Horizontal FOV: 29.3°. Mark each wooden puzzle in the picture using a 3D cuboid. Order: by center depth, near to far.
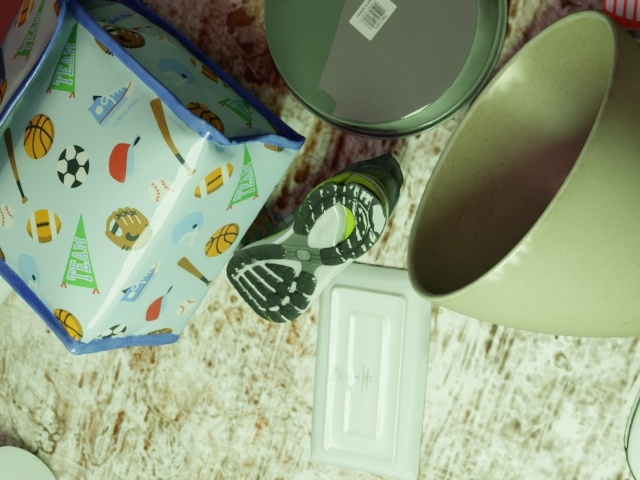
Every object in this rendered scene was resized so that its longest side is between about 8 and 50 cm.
[{"bbox_3d":[-0.085,-0.019,1.529,0.083,0.006,0.049,-26,91,24],"label":"wooden puzzle"}]

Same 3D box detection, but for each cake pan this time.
[{"bbox_3d":[0.063,-0.258,1.387,0.293,0.054,0.293,4,101,20],"label":"cake pan"}]

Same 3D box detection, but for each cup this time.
[{"bbox_3d":[0.278,-0.032,1.241,0.237,0.331,0.331,30,113,-15],"label":"cup"}]

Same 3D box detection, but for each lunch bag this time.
[{"bbox_3d":[-0.275,-0.109,1.440,0.385,0.239,0.327,44,110,24],"label":"lunch bag"}]

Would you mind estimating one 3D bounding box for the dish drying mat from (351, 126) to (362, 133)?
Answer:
[{"bbox_3d":[0.024,-0.165,1.452,0.083,0.008,0.032,41,114,9],"label":"dish drying mat"}]

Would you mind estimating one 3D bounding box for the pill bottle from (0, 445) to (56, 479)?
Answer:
[{"bbox_3d":[-0.497,0.414,1.704,0.278,0.162,0.162,-40,85,23],"label":"pill bottle"}]

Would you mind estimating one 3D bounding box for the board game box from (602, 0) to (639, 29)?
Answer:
[{"bbox_3d":[0.373,-0.312,1.261,0.147,0.045,0.193,6,104,20],"label":"board game box"}]

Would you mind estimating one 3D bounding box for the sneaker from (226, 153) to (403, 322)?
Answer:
[{"bbox_3d":[0.000,0.000,1.448,0.111,0.121,0.300,51,133,-3],"label":"sneaker"}]

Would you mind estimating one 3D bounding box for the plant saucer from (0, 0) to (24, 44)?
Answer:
[{"bbox_3d":[-0.465,-0.278,1.602,0.259,0.048,0.259,28,110,14],"label":"plant saucer"}]

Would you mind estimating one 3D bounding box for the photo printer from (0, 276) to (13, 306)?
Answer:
[{"bbox_3d":[-0.559,0.056,1.623,0.256,0.107,0.307,37,85,1],"label":"photo printer"}]

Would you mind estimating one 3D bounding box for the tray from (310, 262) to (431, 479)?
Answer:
[{"bbox_3d":[0.057,0.164,1.500,0.145,0.030,0.270,8,104,21],"label":"tray"}]

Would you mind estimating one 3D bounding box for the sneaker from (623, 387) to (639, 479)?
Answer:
[{"bbox_3d":[0.456,0.128,1.208,0.169,0.257,0.447,44,114,8],"label":"sneaker"}]
